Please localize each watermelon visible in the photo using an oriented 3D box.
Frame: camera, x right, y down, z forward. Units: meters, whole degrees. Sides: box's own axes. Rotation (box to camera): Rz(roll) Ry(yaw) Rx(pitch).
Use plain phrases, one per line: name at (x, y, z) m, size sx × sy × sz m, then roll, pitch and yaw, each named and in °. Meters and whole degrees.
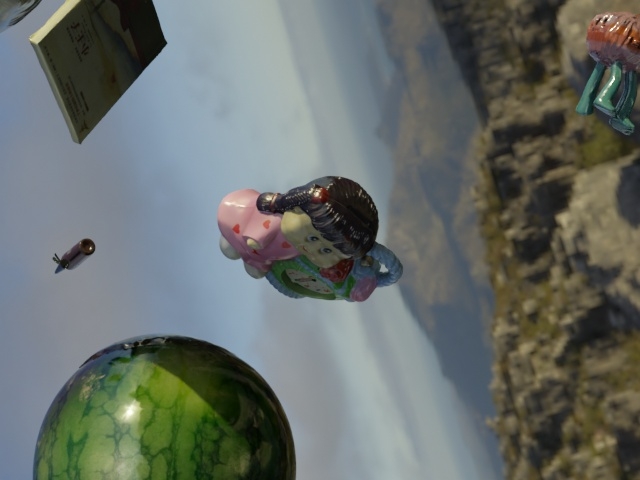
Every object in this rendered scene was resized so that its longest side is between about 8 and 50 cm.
watermelon at (-0.194, 0.299, 1.671) m, size 0.363 × 0.363 × 0.363 m, roll -17°, pitch -90°, yaw -88°

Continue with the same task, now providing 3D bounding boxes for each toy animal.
toy animal at (0.317, -0.199, 1.233) m, size 0.100 × 0.208 × 0.103 m, roll 35°, pitch -178°, yaw 23°

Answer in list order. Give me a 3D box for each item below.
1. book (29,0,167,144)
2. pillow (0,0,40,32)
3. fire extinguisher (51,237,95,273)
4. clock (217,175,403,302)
book at (-0.345, -0.316, 2.080) m, size 0.289 × 0.026 × 0.201 m, roll -60°, pitch -33°, yaw -39°
pillow at (-0.342, -0.289, 1.458) m, size 0.078 × 0.181 × 0.134 m, roll 42°, pitch -123°, yaw -18°
fire extinguisher at (-0.332, 0.029, 1.731) m, size 0.100 × 0.032 × 0.046 m, roll -31°, pitch 32°, yaw 53°
clock at (0.000, 0.000, 1.562) m, size 0.194 × 0.195 × 0.100 m, roll 39°, pitch -120°, yaw -32°
